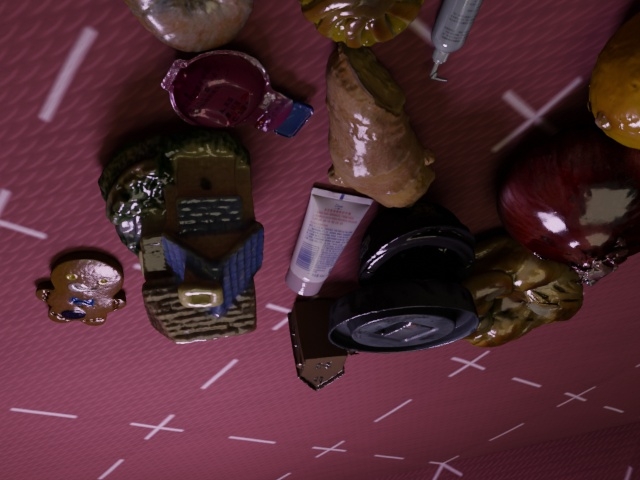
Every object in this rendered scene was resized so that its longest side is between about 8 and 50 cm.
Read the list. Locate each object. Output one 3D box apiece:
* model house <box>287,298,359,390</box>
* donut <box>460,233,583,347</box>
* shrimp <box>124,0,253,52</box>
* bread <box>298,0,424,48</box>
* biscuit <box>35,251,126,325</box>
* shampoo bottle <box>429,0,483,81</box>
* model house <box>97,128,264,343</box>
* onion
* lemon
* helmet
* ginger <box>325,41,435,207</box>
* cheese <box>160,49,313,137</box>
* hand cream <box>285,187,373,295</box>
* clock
[{"bbox_3d":[0.000,0.286,1.415,0.176,0.180,0.248,0,139,-15],"label":"model house"},{"bbox_3d":[0.444,0.127,1.362,0.361,0.170,0.360,-7,142,-6],"label":"donut"},{"bbox_3d":[-0.190,-0.362,0.682,0.168,0.077,0.317,-30,143,4],"label":"shrimp"},{"bbox_3d":[0.060,-0.352,0.733,0.214,0.104,0.213,-5,141,-4],"label":"bread"},{"bbox_3d":[-0.495,0.107,1.181,0.180,0.039,0.236,10,134,-24],"label":"biscuit"},{"bbox_3d":[0.199,-0.326,0.837,0.056,0.056,0.195,1,138,-17],"label":"shampoo bottle"},{"bbox_3d":[-0.227,0.019,0.943,0.261,0.266,0.321,-6,149,-13],"label":"model house"},{"bbox_3d":[0.520,-0.049,1.080,0.348,0.285,0.347,5,152,3],"label":"onion"},{"bbox_3d":[0.559,-0.261,0.880,0.263,0.236,0.236,-18,142,-14],"label":"lemon"},{"bbox_3d":[0.186,0.003,1.142,0.231,0.160,0.278,-2,143,-6],"label":"helmet"},{"bbox_3d":[0.087,-0.176,0.939,0.190,0.126,0.354,-9,139,12],"label":"ginger"},{"bbox_3d":[-0.123,-0.218,0.873,0.244,0.062,0.155,12,138,-37],"label":"cheese"},{"bbox_3d":[0.000,0.000,1.169,0.133,0.083,0.247,9,125,-26],"label":"hand cream"},{"bbox_3d":[0.174,0.169,1.204,0.319,0.066,0.319,-2,152,-1],"label":"clock"}]
